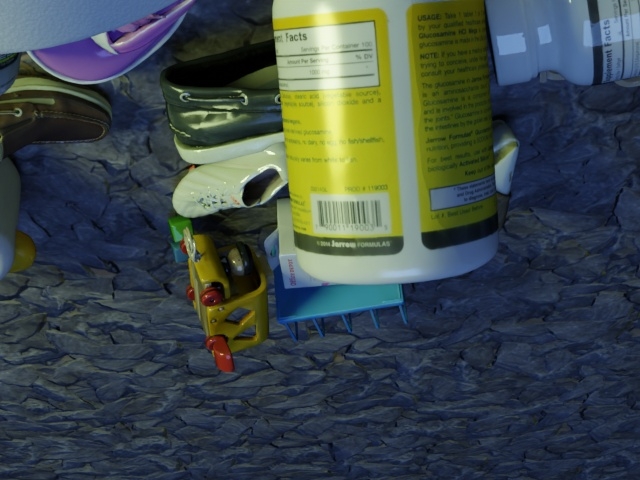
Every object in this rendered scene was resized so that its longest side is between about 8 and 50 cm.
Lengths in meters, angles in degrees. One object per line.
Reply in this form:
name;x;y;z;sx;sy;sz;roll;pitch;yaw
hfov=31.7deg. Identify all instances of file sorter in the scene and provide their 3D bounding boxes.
file sorter;0.030;0.064;1.555;0.170;0.118;0.104;-9;151;7

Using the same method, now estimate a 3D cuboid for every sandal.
sandal;-0.163;-0.252;1.016;0.169;0.102;0.416;15;144;-30

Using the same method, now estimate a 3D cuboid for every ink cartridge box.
ink cartridge box;0.000;0.000;1.468;0.143;0.090;0.092;-4;149;0

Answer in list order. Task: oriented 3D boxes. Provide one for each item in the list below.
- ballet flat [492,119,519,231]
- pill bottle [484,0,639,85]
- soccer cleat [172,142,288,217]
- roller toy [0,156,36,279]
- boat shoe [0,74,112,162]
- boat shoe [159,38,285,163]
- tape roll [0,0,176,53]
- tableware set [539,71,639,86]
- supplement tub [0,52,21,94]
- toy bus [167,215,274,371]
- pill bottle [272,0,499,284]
ballet flat;0.154;-0.110;1.313;0.124;0.116;0.342;-39;136;18
pill bottle;0.293;-0.235;1.056;0.278;0.162;0.162;-10;149;9
soccer cleat;-0.107;-0.065;1.358;0.196;0.076;0.068;-27;143;32
roller toy;-0.448;-0.023;1.310;0.191;0.146;0.209;-10;149;8
boat shoe;-0.344;-0.118;1.194;0.257;0.095;0.095;3;153;-29
boat shoe;-0.007;-0.180;1.147;0.340;0.127;0.113;-12;127;16
tape roll;-0.200;-0.279;0.692;0.392;0.392;0.072;-4;149;-2
tableware set;0.321;-0.215;1.228;0.168;0.020;0.141;-1;149;-7
supplement tub;-0.316;-0.226;1.005;0.117;0.117;0.190;7;135;-19
toy bus;-0.113;0.055;1.440;0.104;0.191;0.202;-16;-170;-14
pill bottle;0.057;-0.140;1.004;0.188;0.334;0.188;-5;-170;1
